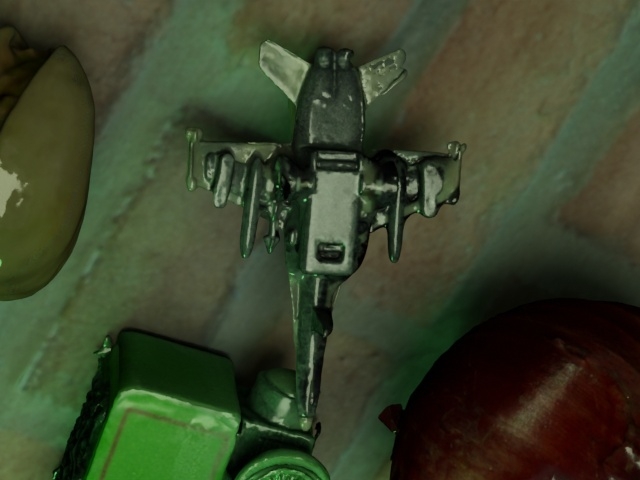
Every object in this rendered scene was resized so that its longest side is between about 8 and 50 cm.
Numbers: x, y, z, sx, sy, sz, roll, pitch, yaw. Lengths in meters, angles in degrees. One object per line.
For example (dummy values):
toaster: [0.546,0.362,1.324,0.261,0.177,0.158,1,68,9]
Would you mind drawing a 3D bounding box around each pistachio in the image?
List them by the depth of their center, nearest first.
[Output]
pistachio: [-0.204,-0.045,1.012,0.124,0.124,0.184,17,103,-18]

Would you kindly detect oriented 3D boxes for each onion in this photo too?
onion: [0.182,0.175,1.112,0.276,0.276,0.276,-4,115,-9]

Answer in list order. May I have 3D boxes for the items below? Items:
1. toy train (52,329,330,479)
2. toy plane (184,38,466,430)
toy train: [-0.099,0.193,1.132,0.188,0.132,0.243,16,108,-13]
toy plane: [0.003,0.001,1.044,0.192,0.088,0.261,1,91,-13]
